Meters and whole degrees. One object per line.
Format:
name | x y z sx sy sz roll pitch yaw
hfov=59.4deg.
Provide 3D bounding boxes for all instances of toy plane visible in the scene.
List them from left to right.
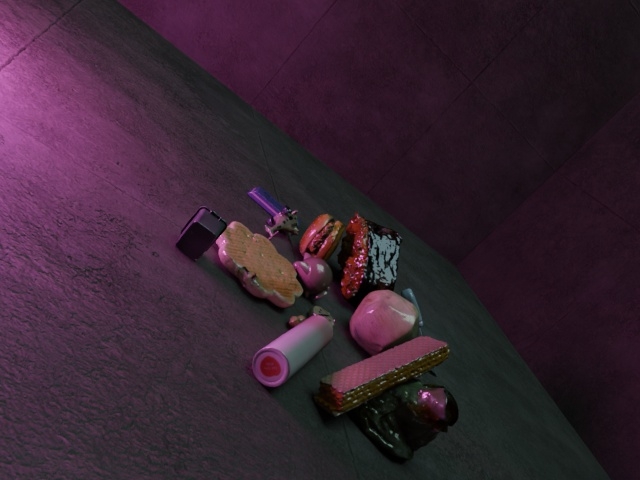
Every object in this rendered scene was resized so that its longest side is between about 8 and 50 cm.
toy plane | -0.133 -0.052 1.926 0.108 0.092 0.286 55 18 3

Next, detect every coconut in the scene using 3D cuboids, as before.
coconut | 0.208 0.265 1.724 0.224 0.224 0.224 39 16 -14

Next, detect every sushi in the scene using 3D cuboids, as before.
sushi | 0.156 0.094 2.008 0.207 0.234 0.348 25 48 -19

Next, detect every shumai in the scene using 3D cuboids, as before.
shumai | 0.201 0.383 1.393 0.272 0.203 0.222 44 14 18

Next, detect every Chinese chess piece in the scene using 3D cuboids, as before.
Chinese chess piece | 0.002 0.226 1.615 0.084 0.034 0.084 38 17 -14

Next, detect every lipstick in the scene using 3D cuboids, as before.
lipstick | -0.054 0.250 1.314 0.087 0.087 0.327 46 15 9

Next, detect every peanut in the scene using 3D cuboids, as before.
peanut | -0.060 0.217 1.486 0.037 0.037 0.083 48 15 18

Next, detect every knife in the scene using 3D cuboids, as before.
knife | 0.360 0.330 1.994 0.080 0.044 0.331 11 59 -82

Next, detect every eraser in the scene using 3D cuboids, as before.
eraser | -0.172 -0.120 2.092 0.225 0.036 0.082 42 17 -7

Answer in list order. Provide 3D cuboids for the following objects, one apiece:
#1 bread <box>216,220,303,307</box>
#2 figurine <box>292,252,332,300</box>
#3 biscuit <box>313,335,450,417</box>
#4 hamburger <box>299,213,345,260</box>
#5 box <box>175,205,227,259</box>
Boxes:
bread | -0.174 0.067 1.565 0.316 0.054 0.316 38 17 -14
figurine | -0.025 0.109 1.723 0.138 0.125 0.125 57 14 -9
biscuit | 0.155 0.312 1.346 0.379 0.054 0.094 -14 19 -34
hamburger | 0.000 -0.002 1.960 0.118 0.182 0.191 28 23 5
box | -0.295 -0.014 1.371 0.084 0.122 0.069 38 28 -12
